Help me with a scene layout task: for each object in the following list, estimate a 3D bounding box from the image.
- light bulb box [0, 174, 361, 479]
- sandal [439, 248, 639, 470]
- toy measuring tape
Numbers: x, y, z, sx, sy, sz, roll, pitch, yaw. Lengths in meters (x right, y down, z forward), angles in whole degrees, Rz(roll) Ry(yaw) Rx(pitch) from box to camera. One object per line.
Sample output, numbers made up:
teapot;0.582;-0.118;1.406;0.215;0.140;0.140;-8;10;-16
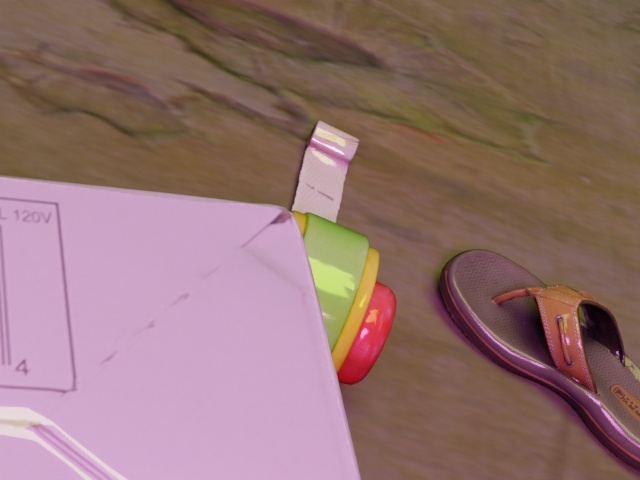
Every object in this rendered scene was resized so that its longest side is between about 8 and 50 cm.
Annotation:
light bulb box;-0.207;0.168;0.638;0.358;0.361;0.225;7;46;-21
sandal;0.183;0.076;1.201;0.219;0.060;0.090;43;42;13
toy measuring tape;0.000;0.000;1.128;0.121;0.121;0.330;24;41;-8
